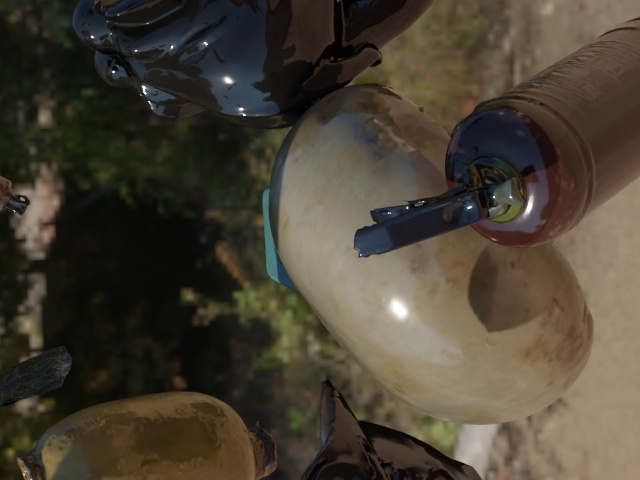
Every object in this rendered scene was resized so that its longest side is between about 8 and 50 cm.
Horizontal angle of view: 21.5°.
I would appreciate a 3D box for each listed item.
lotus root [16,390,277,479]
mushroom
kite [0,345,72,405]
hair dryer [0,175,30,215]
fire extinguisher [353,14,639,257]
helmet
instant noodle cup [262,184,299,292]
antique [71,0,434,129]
[{"bbox_3d":[-0.168,0.231,1.753,0.131,0.303,0.146,9,96,51],"label":"lotus root"},{"bbox_3d":[0.125,-0.004,1.593,0.362,0.294,0.362,48,176,5],"label":"mushroom"},{"bbox_3d":[-0.490,0.223,2.415,0.152,0.285,0.015,-106,-1,-70],"label":"kite"},{"bbox_3d":[-0.361,-0.071,1.606,0.064,0.181,0.117,-63,-1,26],"label":"hair dryer"},{"bbox_3d":[0.149,-0.062,1.157,0.138,0.344,0.102,-8,106,41],"label":"fire extinguisher"},{"bbox_3d":[0.058,0.257,1.221,0.225,0.177,0.305,89,-168,-66],"label":"helmet"},{"bbox_3d":[0.000,0.000,1.864,0.179,0.070,0.157,24,126,48],"label":"instant noodle cup"},{"bbox_3d":[-0.083,-0.236,1.687,0.255,0.322,0.185,-54,-29,-18],"label":"antique"}]
